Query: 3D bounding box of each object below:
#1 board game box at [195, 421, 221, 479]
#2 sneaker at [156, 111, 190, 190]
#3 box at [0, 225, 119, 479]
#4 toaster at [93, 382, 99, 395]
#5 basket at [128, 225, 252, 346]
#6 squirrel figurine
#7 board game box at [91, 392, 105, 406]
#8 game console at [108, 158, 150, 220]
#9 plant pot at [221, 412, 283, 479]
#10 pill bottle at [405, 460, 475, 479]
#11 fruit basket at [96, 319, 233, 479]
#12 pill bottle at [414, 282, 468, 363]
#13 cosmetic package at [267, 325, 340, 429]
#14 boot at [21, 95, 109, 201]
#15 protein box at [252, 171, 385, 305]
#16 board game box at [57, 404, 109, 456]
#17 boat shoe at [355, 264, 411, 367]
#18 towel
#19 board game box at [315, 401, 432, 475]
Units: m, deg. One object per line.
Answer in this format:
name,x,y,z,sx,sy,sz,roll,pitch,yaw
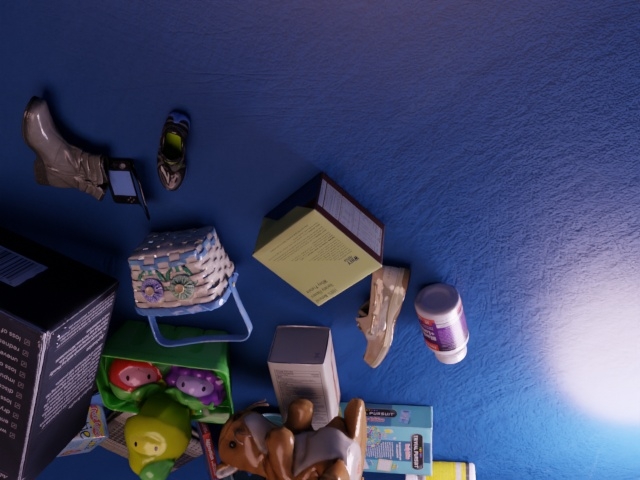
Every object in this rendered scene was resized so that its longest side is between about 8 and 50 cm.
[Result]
board game box,-0.342,0.652,2.109,0.027,0.145,0.281,-17,120,-18
sneaker,-0.313,-0.177,1.435,0.067,0.078,0.188,15,133,-4
box,-0.790,0.244,1.613,0.480,0.297,0.471,24,114,7
toaster,-0.667,0.391,1.929,0.186,0.168,0.110,-24,91,28
basket,-0.316,0.123,1.621,0.255,0.201,0.288,-9,120,16
squirrel figurine,-0.078,0.590,1.792,0.371,0.281,0.396,3,130,17
board game box,-0.622,0.453,2.081,0.169,0.033,0.133,-28,144,20
game console,-0.429,-0.111,1.519,0.107,0.071,0.122,3,132,7
plant pot,-0.182,0.686,2.086,0.272,0.271,0.255,24,147,-12
pill bottle,0.368,0.741,2.117,0.209,0.119,0.119,0,132,10
fruit basket,-0.416,0.421,1.801,0.392,0.392,0.282,6,132,5
pill bottle,0.296,0.205,1.653,0.108,0.108,0.193,-8,129,17
cosmetic package,-0.038,0.373,1.849,0.153,0.129,0.296,2,133,10
boot,-0.526,-0.192,1.457,0.161,0.083,0.246,13,141,1
protein box,0.000,0.000,1.501,0.201,0.136,0.200,39,126,-23
board game box,-0.801,0.561,2.056,0.275,0.142,0.144,6,144,-45
boat shoe,0.136,0.181,1.666,0.098,0.109,0.302,15,127,4
towel,-0.556,0.645,2.247,0.324,0.056,0.312,33,132,-22
board game box,0.162,0.588,2.042,0.336,0.079,0.253,0,132,9
